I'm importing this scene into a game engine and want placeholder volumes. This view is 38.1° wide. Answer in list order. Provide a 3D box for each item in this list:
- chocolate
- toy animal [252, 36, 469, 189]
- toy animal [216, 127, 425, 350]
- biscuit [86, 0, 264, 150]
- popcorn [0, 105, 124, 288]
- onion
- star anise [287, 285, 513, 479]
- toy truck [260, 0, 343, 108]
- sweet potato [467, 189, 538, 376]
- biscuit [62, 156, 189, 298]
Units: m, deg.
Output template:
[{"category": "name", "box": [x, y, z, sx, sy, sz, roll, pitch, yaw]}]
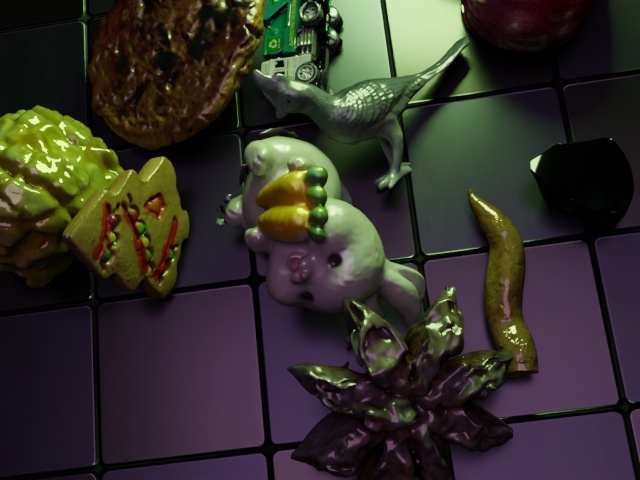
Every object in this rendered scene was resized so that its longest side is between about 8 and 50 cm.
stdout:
[{"category": "chocolate", "box": [0.381, -0.085, 1.342, 0.149, 0.080, 0.125, 22, 65, 20]}, {"category": "toy animal", "box": [0.089, -0.180, 1.373, 0.367, 0.081, 0.205, -14, 95, -25]}, {"category": "toy animal", "box": [-0.005, 0.001, 1.291, 0.183, 0.247, 0.310, -47, 57, 9]}, {"category": "biscuit", "box": [-0.225, -0.303, 1.463, 0.289, 0.081, 0.334, 32, 91, 28]}, {"category": "popcorn", "box": [-0.420, -0.069, 1.350, 0.224, 0.270, 0.258, 32, 73, -15]}, {"category": "onion", "box": [0.320, -0.428, 1.382, 0.272, 0.230, 0.256, -11, 72, -4]}, {"category": "star anise", "box": [0.111, 0.219, 1.206, 0.332, 0.117, 0.331, -1, 98, -6]}, {"category": "toy truck", "box": [-0.038, -0.305, 1.453, 0.116, 0.110, 0.216, -2, 73, 20]}, {"category": "sweet potato", "box": [0.263, 0.055, 1.322, 0.067, 0.059, 0.281, -17, 65, 34]}, {"category": "biscuit", "box": [-0.268, -0.013, 1.327, 0.041, 0.239, 0.212, 7, 99, 31]}]
